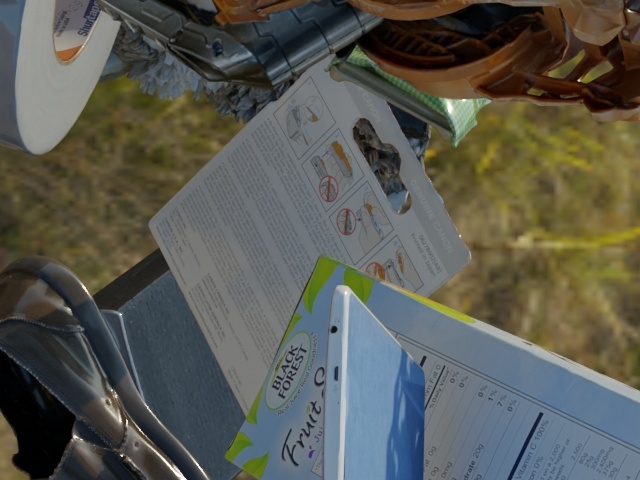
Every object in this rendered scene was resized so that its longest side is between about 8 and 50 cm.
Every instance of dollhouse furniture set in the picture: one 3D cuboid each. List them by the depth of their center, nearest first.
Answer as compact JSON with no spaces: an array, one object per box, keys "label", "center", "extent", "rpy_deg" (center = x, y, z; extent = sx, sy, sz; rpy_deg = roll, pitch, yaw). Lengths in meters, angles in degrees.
[{"label":"dollhouse furniture set","center":[0.013,-0.107,0.777],"extent":[0.058,0.152,0.076],"rpy_deg":[-64,173,28]}]

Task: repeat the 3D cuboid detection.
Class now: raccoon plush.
[{"label":"raccoon plush","center":[-0.060,-0.124,1.600],"extent":[0.446,0.299,0.216],"rpy_deg":[95,0,-57]}]

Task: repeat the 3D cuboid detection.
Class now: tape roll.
[{"label":"tape roll","center":[-0.157,-0.160,1.066],"extent":[0.219,0.072,0.219],"rpy_deg":[16,90,-83]}]

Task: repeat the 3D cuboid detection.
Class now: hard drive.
[{"label":"hard drive","center":[-0.149,0.150,1.954],"extent":[0.172,0.054,0.254],"rpy_deg":[-38,118,-49]}]

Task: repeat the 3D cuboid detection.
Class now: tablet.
[{"label":"tablet","center":[0.012,0.045,0.422],"extent":[0.083,0.006,0.054],"rpy_deg":[49,41,-69]}]

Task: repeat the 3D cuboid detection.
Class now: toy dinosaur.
[{"label":"toy dinosaur","center":[0.056,-0.112,0.598],"extent":[0.218,0.322,0.164],"rpy_deg":[-50,168,-18]}]

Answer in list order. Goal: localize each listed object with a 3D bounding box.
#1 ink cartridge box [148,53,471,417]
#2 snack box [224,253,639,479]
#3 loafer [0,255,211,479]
[{"label":"ink cartridge box","center":[0.000,0.000,1.284],"extent":[0.056,0.225,0.181],"rpy_deg":[-2,58,-50]},{"label":"snack box","center":[0.104,0.087,0.512],"extent":[0.174,0.207,0.070],"rpy_deg":[27,87,-43]},{"label":"loafer","center":[-0.208,0.197,1.705],"extent":[0.130,0.134,0.366],"rpy_deg":[-38,99,-46]}]
